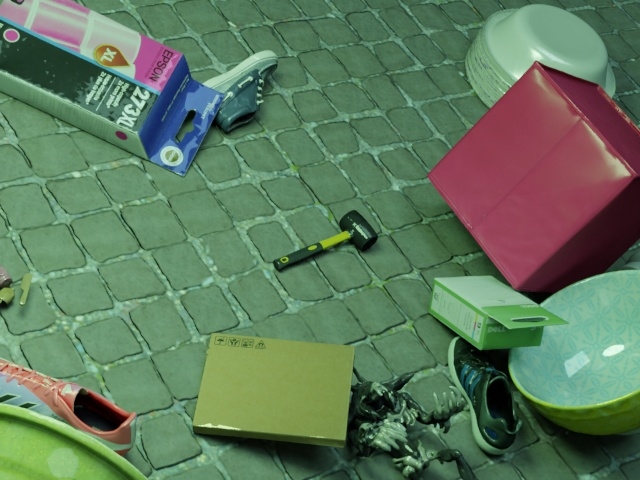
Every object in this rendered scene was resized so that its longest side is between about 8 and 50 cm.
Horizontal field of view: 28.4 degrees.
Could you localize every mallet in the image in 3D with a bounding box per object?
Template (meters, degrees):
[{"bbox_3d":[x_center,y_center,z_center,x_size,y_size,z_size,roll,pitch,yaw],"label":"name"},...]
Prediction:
[{"bbox_3d":[0.000,0.000,1.948,0.190,0.039,0.062,-15,59,-32],"label":"mallet"}]

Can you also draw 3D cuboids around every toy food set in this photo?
[{"bbox_3d":[-0.447,0.060,1.670,0.122,0.019,0.078,10,45,-8],"label":"toy food set"}]

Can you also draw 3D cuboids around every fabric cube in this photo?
[{"bbox_3d":[0.379,-0.093,2.013,0.254,0.258,0.259,5,43,-53],"label":"fabric cube"}]

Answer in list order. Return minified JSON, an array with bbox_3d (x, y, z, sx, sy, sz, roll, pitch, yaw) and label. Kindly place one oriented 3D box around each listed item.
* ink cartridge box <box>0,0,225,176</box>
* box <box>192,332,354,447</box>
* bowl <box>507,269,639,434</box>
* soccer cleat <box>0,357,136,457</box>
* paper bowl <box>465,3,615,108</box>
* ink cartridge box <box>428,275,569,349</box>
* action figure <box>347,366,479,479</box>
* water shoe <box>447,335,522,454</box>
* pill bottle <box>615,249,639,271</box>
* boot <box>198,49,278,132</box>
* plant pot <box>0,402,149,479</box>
[{"bbox_3d":[-0.342,-0.255,1.964,0.371,0.069,0.175,26,60,-5],"label":"ink cartridge box"},{"bbox_3d":[-0.060,0.197,1.688,0.201,0.021,0.164,5,44,3],"label":"box"},{"bbox_3d":[0.437,0.194,1.872,0.156,0.289,0.289,61,32,-29],"label":"bowl"},{"bbox_3d":[-0.337,0.191,1.542,0.248,0.095,0.083,28,43,-1],"label":"soccer cleat"},{"bbox_3d":[0.430,-0.339,2.414,0.284,0.148,0.284,14,44,-14],"label":"paper bowl"},{"bbox_3d":[0.261,0.115,1.878,0.109,0.062,0.209,-1,18,-27],"label":"ink cartridge box"},{"bbox_3d":[0.125,0.260,1.685,0.164,0.141,0.275,-33,70,-31],"label":"action figure"},{"bbox_3d":[0.247,0.210,1.836,0.073,0.080,0.203,4,48,-25],"label":"water shoe"},{"bbox_3d":[0.575,0.058,2.134,0.180,0.108,0.108,-19,60,-38],"label":"pill bottle"},{"bbox_3d":[-0.120,-0.245,2.103,0.086,0.069,0.190,46,54,11],"label":"boot"},{"bbox_3d":[-0.329,0.348,1.300,0.276,0.276,0.254,26,54,-3],"label":"plant pot"}]
